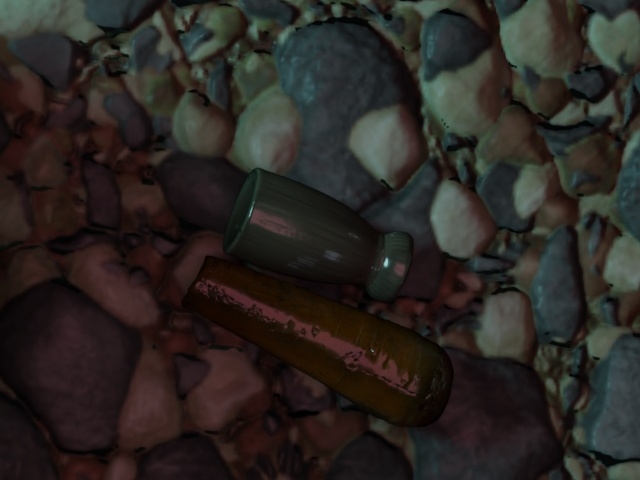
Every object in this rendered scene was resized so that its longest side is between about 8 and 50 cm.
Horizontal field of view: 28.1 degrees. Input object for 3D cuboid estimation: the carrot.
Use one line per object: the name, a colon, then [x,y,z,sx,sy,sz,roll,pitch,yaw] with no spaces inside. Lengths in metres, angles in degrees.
carrot: [0.001,0.055,0.725,0.161,0.055,0.055,28,85,-6]

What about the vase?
vase: [0.000,0.000,0.724,0.101,0.053,0.053,21,87,-15]
